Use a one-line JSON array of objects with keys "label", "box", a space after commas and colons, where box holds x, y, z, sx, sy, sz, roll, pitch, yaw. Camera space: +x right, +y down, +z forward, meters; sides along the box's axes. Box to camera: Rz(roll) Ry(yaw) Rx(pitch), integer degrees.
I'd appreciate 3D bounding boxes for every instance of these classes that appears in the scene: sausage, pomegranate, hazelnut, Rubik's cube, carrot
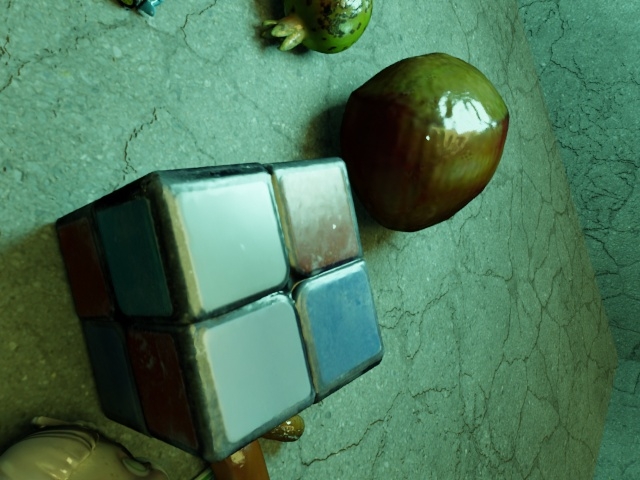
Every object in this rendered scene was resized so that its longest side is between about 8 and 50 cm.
[{"label": "sausage", "box": [-0.120, 0.443, 0.803, 0.089, 0.083, 0.300, -25, 112, -46]}, {"label": "pomegranate", "box": [-0.013, -0.488, 0.982, 0.246, 0.198, 0.198, -13, 96, -6]}, {"label": "hazelnut", "box": [0.235, -0.211, 1.081, 0.421, 0.353, 0.421, 8, 90, -69]}, {"label": "Rubik's cube", "box": [-0.139, 0.070, 0.676, 0.316, 0.318, 0.313, -16, 95, -46]}, {"label": "carrot", "box": [-0.100, 0.342, 0.875, 0.161, 0.055, 0.055, 22, 70, -37]}]

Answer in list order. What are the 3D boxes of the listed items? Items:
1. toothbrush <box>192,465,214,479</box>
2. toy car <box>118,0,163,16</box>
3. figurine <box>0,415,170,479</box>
[{"label": "toothbrush", "box": [-0.217, 0.413, 0.761, 0.304, 0.030, 0.030, -27, 105, -45]}, {"label": "toy car", "box": [-0.294, -0.443, 0.727, 0.161, 0.098, 0.126, 41, 60, -33]}, {"label": "figurine", "box": [-0.249, 0.374, 0.537, 0.361, 0.253, 0.211, 40, 77, -4]}]
